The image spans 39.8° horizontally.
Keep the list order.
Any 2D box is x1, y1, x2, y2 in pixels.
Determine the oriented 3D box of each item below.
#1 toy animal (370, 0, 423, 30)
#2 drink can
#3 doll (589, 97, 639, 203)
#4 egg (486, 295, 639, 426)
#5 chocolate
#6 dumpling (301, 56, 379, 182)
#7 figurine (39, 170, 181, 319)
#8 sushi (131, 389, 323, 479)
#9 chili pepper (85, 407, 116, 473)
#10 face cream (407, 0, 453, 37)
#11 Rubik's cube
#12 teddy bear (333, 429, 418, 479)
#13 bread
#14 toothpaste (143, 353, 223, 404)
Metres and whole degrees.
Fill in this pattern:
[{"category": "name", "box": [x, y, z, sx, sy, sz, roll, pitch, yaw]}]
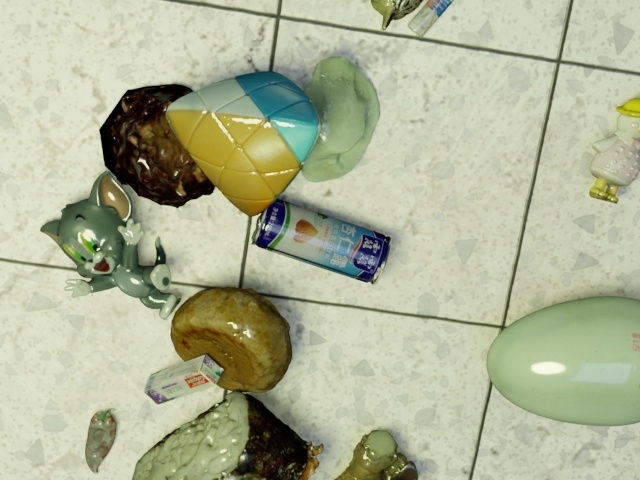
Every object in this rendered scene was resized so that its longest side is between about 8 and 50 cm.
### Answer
[{"category": "toy animal", "box": [0.133, -0.404, 1.469, 0.098, 0.098, 0.137, -3, 69, -2]}, {"category": "drink can", "box": [0.000, 0.000, 1.567, 0.235, 0.097, 0.097, 19, 102, -6]}, {"category": "doll", "box": [0.537, -0.166, 1.560, 0.129, 0.081, 0.207, 17, 100, -26]}, {"category": "egg", "box": [0.483, 0.216, 1.572, 0.371, 0.230, 0.230, -4, 104, 3]}, {"category": "chocolate", "box": [-0.260, -0.152, 1.478, 0.224, 0.177, 0.206, 36, 99, -12]}, {"category": "dumpling", "box": [0.028, -0.202, 1.513, 0.152, 0.108, 0.219, 8, 105, -4]}, {"category": "figurine", "box": [-0.342, 0.019, 1.537, 0.265, 0.140, 0.193, 32, 124, -22]}, {"category": "sushi", "box": [-0.185, 0.436, 1.568, 0.348, 0.234, 0.207, -31, 124, 28]}, {"category": "chili pepper", "box": [-0.415, 0.372, 1.664, 0.050, 0.041, 0.153, 23, 119, 12]}, {"category": "face cream", "box": [0.204, -0.407, 1.510, 0.034, 0.034, 0.130, 41, 98, -11]}, {"category": "Rubik's cube", "box": [-0.137, -0.206, 1.457, 0.254, 0.254, 0.254, -1, 103, -3]}, {"category": "teddy bear", "box": [0.128, 0.525, 1.669, 0.256, 0.156, 0.267, 31, 70, -5]}, {"category": "bread", "box": [-0.152, 0.167, 1.558, 0.230, 0.123, 0.230, 17, 141, 14]}, {"category": "toothpaste", "box": [-0.250, 0.251, 1.583, 0.047, 0.040, 0.196, 45, 138, -19]}]
